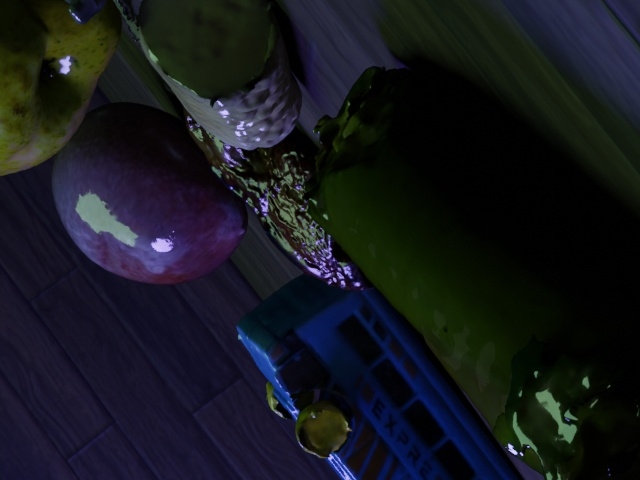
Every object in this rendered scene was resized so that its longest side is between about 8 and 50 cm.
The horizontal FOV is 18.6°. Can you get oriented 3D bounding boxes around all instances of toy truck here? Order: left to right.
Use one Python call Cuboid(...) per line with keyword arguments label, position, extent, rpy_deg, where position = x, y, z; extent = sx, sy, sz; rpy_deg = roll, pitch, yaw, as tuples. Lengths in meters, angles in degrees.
Cuboid(label="toy truck", position=(0.076, 0.207, 2.016), extent=(0.385, 0.162, 0.161), rpy_deg=(53, 174, -16))

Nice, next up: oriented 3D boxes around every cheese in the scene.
Cuboid(label="cheese", position=(-0.072, -0.138, 1.483), extent=(0.123, 0.094, 0.167), rpy_deg=(42, 176, 11))

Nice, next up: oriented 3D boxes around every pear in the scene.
Cuboid(label="pear", position=(-0.414, -0.240, 2.264), extent=(0.391, 0.391, 0.391), rpy_deg=(52, 174, 7))

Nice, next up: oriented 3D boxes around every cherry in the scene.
Cuboid(label="cherry", position=(-0.226, -0.055, 2.617), extent=(0.307, 0.221, 0.261), rpy_deg=(28, 164, 31))

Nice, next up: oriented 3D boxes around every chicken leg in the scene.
Cuboid(label="chicken leg", position=(-0.050, -0.083, 1.763), extent=(0.322, 0.083, 0.177), rpy_deg=(51, 166, 0))

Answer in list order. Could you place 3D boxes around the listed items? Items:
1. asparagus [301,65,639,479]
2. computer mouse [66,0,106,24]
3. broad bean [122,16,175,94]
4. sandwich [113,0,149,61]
Cuboid(label="asparagus", position=(0.074, -0.002, 1.017), extent=(0.382, 0.128, 0.108), rpy_deg=(48, 137, 47))
Cuboid(label="computer mouse", position=(-0.176, -0.279, 1.240), extent=(0.228, 0.145, 0.429), rpy_deg=(47, -172, -14))
Cuboid(label="broad bean", position=(-0.153, -0.190, 2.022), extent=(0.061, 0.046, 0.195), rpy_deg=(32, 173, 17))
Cuboid(label="sandwich", position=(-0.211, -0.301, 1.793), extent=(0.212, 0.063, 0.245), rpy_deg=(55, 175, 21))
